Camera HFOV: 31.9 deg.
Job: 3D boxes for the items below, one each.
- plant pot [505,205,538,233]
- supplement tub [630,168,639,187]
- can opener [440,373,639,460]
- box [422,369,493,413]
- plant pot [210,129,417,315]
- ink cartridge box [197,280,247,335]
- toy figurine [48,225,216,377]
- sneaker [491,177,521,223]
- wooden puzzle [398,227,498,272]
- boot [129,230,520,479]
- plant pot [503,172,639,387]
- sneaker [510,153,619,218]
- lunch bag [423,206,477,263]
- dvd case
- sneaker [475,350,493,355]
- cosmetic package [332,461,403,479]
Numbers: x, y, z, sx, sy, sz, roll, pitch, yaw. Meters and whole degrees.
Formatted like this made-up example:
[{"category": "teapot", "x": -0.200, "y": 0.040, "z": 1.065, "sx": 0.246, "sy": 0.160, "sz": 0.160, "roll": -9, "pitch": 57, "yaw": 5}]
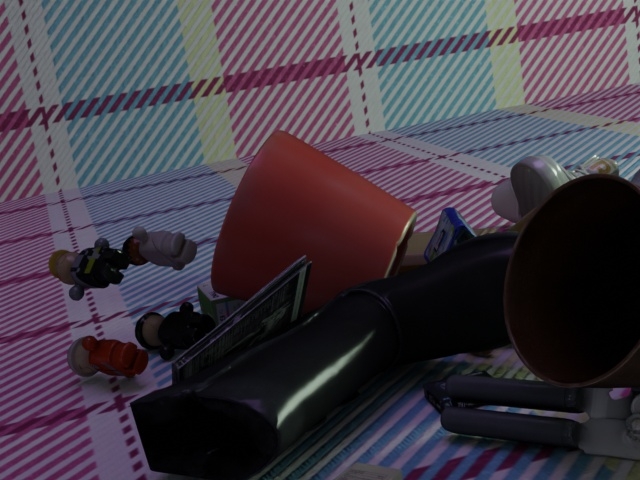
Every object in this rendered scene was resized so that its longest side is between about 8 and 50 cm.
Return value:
[{"category": "plant pot", "x": 0.364, "y": -0.010, "z": 1.777, "sx": 0.236, "sy": 0.032, "sz": 0.236, "roll": -29, "pitch": -21, "yaw": -12}, {"category": "supplement tub", "x": 0.609, "y": -0.075, "z": 1.779, "sx": 0.207, "sy": 0.207, "sz": 0.338, "roll": -2, "pitch": 16, "yaw": 27}, {"category": "can opener", "x": 0.267, "y": 0.194, "z": 1.212, "sx": 0.280, "sy": 0.074, "sz": 0.093, "roll": 2, "pitch": -17, "yaw": 30}, {"category": "box", "x": 0.175, "y": 0.186, "z": 1.371, "sx": 0.083, "sy": 0.018, "sz": 0.067, "roll": -11, "pitch": 14, "yaw": -10}, {"category": "plant pot", "x": 0.000, "y": 0.000, "z": 1.692, "sx": 0.243, "sy": 0.275, "sz": 0.275, "roll": 22, "pitch": 20, "yaw": 8}, {"category": "ink cartridge box", "x": -0.140, "y": 0.101, "z": 1.829, "sx": 0.209, "sy": 0.062, "sz": 0.109, "roll": -13, "pitch": 15, "yaw": -15}, {"category": "toy figurine", "x": -0.281, "y": 0.090, "z": 1.654, "sx": 0.148, "sy": 0.209, "sz": 0.213, "roll": -4, "pitch": 12, "yaw": 43}, {"category": "sneaker", "x": 0.421, "y": -0.066, "z": 2.069, "sx": 0.290, "sy": 0.106, "sz": 0.123, "roll": 6, "pitch": 17, "yaw": 43}, {"category": "wooden puzzle", "x": 0.189, "y": 0.021, "z": 2.013, "sx": 0.221, "sy": 0.044, "sz": 0.239, "roll": -3, "pitch": 10, "yaw": 24}, {"category": "boot", "x": 0.045, "y": 0.131, "z": 1.321, "sx": 0.367, "sy": 0.146, "sz": 0.445, "roll": -23, "pitch": -3, "yaw": 37}, {"category": "plant pot", "x": 0.349, "y": 0.062, "z": 1.163, "sx": 0.230, "sy": 0.215, "sz": 0.215, "roll": 14, "pitch": 0, "yaw": -31}, {"category": "sneaker", "x": 0.412, "y": -0.100, "z": 1.843, "sx": 0.169, "sy": 0.108, "sz": 0.292, "roll": -36, "pitch": -23, "yaw": -2}, {"category": "lunch bag", "x": 0.212, "y": 0.033, "z": 1.697, "sx": 0.096, "sy": 0.151, "sz": 0.129, "roll": -9, "pitch": 14, "yaw": -1}, {"category": "dvd case", "x": -0.101, "y": 0.125, "z": 1.419, "sx": 0.221, "sy": 0.164, "sz": 0.018, "roll": -38, "pitch": 70, "yaw": -25}, {"category": "sneaker", "x": 0.212, "y": 0.135, "z": 1.531, "sx": 0.037, "sy": 0.032, "sz": 0.083, "roll": -17, "pitch": 17, "yaw": -32}, {"category": "cosmetic package", "x": 0.029, "y": 0.263, "z": 1.096, "sx": 0.060, "sy": 0.041, "sz": 0.115, "roll": 2, "pitch": 17, "yaw": 38}]
